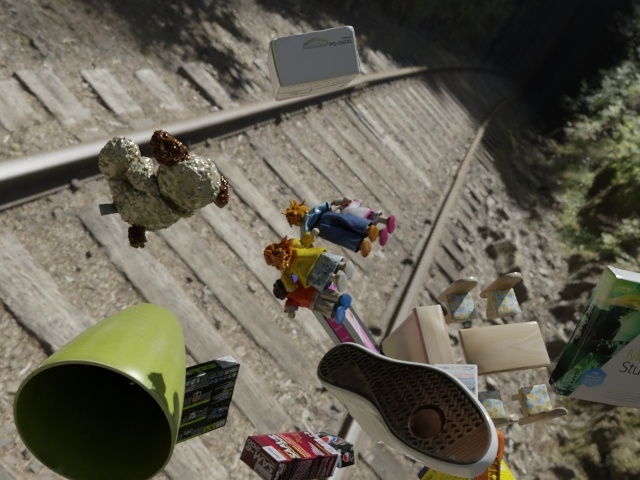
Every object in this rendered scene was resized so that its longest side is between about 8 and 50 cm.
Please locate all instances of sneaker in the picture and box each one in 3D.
[{"bbox_3d":[0.318,0.435,1.153,0.064,0.175,0.067,2,13,-19],"label":"sneaker"},{"bbox_3d":[0.119,0.221,0.782,0.290,0.106,0.123,21,-30,55],"label":"sneaker"}]

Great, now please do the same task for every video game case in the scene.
[{"bbox_3d":[0.267,0.288,1.227,0.122,0.087,0.011,-65,151,-60],"label":"video game case"}]

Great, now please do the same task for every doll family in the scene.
[{"bbox_3d":[0.000,0.000,1.020,0.263,0.163,0.118,-57,147,-26],"label":"doll family"}]

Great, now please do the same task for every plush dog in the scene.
[{"bbox_3d":[-0.320,-0.111,1.317,0.262,0.225,0.211,39,35,-44],"label":"plush dog"}]

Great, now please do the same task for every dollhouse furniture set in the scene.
[{"bbox_3d":[0.383,0.262,1.494,0.394,0.256,0.362,-4,66,-15],"label":"dollhouse furniture set"}]

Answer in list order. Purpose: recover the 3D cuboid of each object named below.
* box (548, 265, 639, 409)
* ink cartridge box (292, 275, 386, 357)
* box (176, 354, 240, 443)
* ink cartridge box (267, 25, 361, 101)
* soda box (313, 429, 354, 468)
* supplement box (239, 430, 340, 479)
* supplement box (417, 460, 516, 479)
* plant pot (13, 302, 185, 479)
[{"bbox_3d":[0.686,0.226,1.387,0.232,0.322,0.058,11,23,-9],"label":"box"},{"bbox_3d":[0.036,0.167,1.377,0.371,0.069,0.176,54,7,-6],"label":"ink cartridge box"},{"bbox_3d":[-0.281,0.365,1.396,0.190,0.184,0.045,-8,33,-46],"label":"box"},{"bbox_3d":[-0.013,-0.238,0.846,0.150,0.109,0.063,-134,-148,-81],"label":"ink cartridge box"},{"bbox_3d":[0.033,0.594,1.764,0.053,0.169,0.060,-5,90,-27],"label":"soda box"},{"bbox_3d":[-0.076,0.564,1.611,0.130,0.073,0.239,24,7,42],"label":"supplement box"},{"bbox_3d":[0.478,0.786,1.824,0.195,0.194,0.356,20,24,-31],"label":"supplement box"},{"bbox_3d":[-0.363,0.248,1.151,0.275,0.275,0.293,42,22,-14],"label":"plant pot"}]
